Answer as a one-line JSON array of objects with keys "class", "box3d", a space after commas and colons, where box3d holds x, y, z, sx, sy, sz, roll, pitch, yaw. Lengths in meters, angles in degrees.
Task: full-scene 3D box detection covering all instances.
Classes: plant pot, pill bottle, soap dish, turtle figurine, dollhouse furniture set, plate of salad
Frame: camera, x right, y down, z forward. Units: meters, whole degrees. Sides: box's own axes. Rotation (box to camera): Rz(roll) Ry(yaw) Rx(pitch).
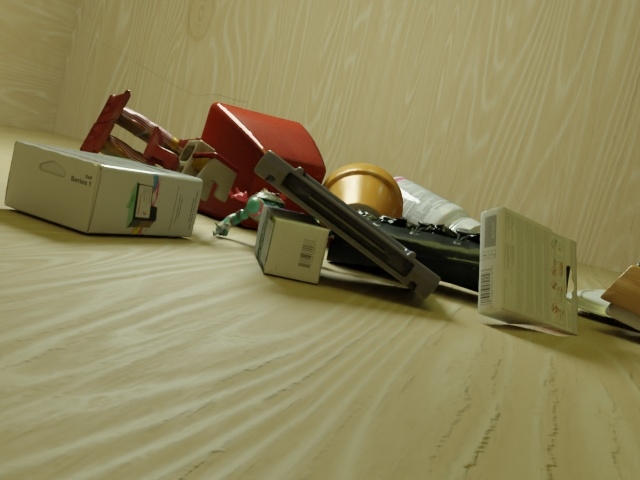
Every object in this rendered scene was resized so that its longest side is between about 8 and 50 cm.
[{"class": "plant pot", "box3d": [-0.138, -0.150, 2.065, 0.267, 0.267, 0.236, 9, 19, -35]}, {"class": "pill bottle", "box3d": [0.265, -0.035, 2.104, 0.160, 0.160, 0.283, 7, 21, -48]}, {"class": "plant pot", "box3d": [0.089, -0.055, 1.971, 0.205, 0.205, 0.188, 13, 22, 0]}, {"class": "soap dish", "box3d": [0.710, 0.137, 1.620, 0.291, 0.118, 0.229, 26, 15, 35]}, {"class": "turtle figurine", "box3d": [-0.109, -0.041, 1.728, 0.175, 0.118, 0.234, 15, 1, 19]}, {"class": "dollhouse furniture set", "box3d": [-0.324, -0.199, 1.768, 0.201, 0.152, 0.374, 34, -15, -31]}, {"class": "plate of salad", "box3d": [0.627, 0.148, 1.843, 0.200, 0.048, 0.200, 6, 14, -1]}]

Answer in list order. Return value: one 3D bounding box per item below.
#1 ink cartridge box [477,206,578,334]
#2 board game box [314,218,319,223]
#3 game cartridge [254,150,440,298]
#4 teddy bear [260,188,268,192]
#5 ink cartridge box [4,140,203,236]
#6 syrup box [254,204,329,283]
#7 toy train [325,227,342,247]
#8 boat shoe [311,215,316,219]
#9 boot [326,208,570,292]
[{"class": "ink cartridge box", "box3d": [0.362, 0.059, 1.480, 0.225, 0.181, 0.056, 20, -23, -40]}, {"class": "board game box", "box3d": [0.010, -0.031, 2.279, 0.260, 0.030, 0.136, 17, 5, 34]}, {"class": "game cartridge", "box3d": [0.047, -0.031, 1.501, 0.355, 0.068, 0.230, 37, 6, 0]}, {"class": "teddy bear", "box3d": [-0.184, -0.118, 2.407, 0.338, 0.113, 0.245, -2, 7, -40]}, {"class": "ink cartridge box", "box3d": [-0.374, -0.085, 1.499, 0.201, 0.117, 0.278, 16, 6, 27]}, {"class": "syrup box", "box3d": [-0.055, 0.002, 1.489, 0.096, 0.093, 0.237, 12, 6, -9]}, {"class": "toy train", "box3d": [0.000, 0.000, 1.646, 0.158, 0.036, 0.027, -21, 17, -9]}, {"class": "boat shoe", "box3d": [0.021, -0.057, 2.464, 0.142, 0.049, 0.040, 10, 43, 16]}, {"class": "boot", "box3d": [0.277, 0.039, 1.773, 0.445, 0.146, 0.367, 7, -5, 23]}]
